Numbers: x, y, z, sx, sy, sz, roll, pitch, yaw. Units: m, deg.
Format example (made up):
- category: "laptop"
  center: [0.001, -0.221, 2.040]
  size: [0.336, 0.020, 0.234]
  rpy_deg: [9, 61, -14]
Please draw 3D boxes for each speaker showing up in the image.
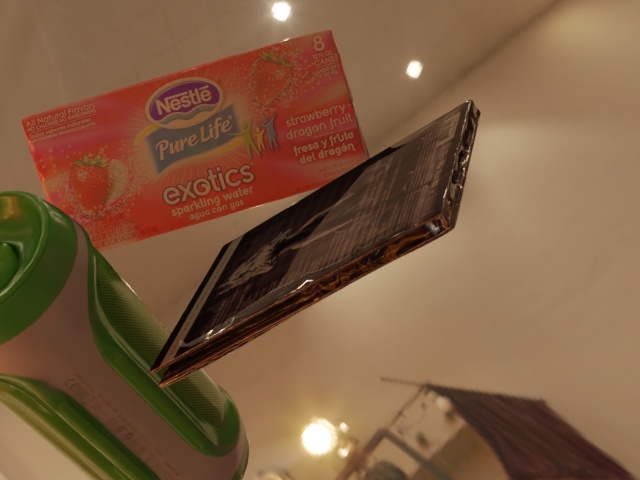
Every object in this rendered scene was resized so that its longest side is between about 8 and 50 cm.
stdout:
- category: "speaker"
  center: [-0.161, 0.096, 0.793]
  size: [0.131, 0.131, 0.296]
  rpy_deg: [-46, -43, -13]

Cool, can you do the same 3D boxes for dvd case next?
- category: "dvd case"
  center: [0.000, 0.000, 0.701]
  size: [0.018, 0.221, 0.164]
  rpy_deg: [52, -153, -17]

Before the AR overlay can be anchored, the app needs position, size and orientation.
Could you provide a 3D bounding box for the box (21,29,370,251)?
- category: "box"
  center: [-0.114, -0.094, 1.069]
  size: [0.300, 0.154, 0.142]
  rpy_deg: [-16, -83, 1]
